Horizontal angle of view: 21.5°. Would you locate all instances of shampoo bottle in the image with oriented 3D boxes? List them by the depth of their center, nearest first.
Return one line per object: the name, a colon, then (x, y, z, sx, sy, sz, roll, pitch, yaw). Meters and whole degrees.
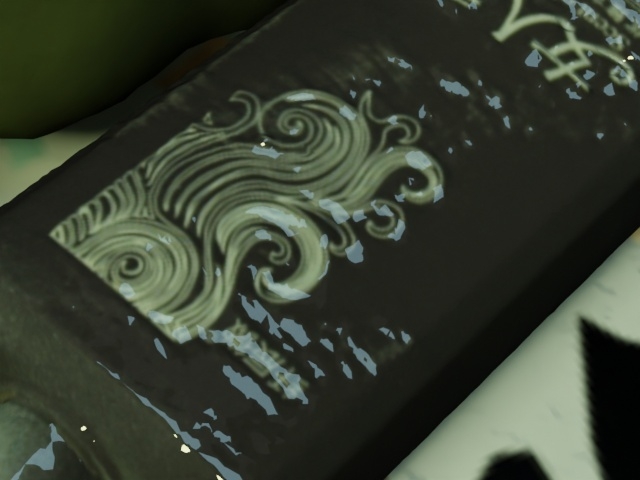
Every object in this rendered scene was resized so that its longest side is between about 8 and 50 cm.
shampoo bottle: (0.000, 0.001, 0.400, 0.098, 0.071, 0.309, 42, 60, 13)

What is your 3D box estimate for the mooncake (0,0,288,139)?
mooncake: (-0.138, -0.174, 0.420, 0.351, 0.187, 0.351, 8, 53, -11)
